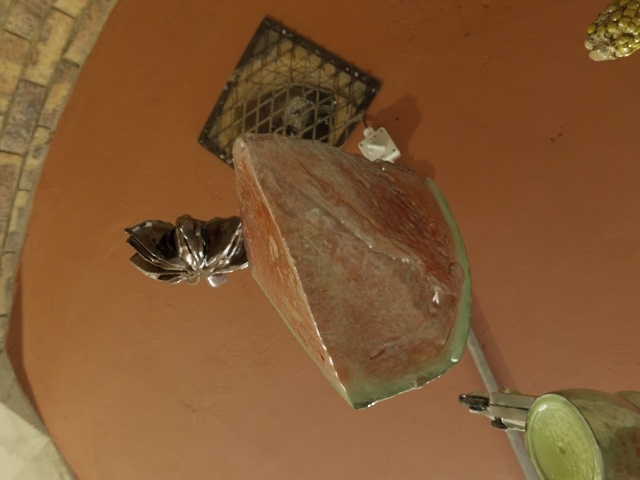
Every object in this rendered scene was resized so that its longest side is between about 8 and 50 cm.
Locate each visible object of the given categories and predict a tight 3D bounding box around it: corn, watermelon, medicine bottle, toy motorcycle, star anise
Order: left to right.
[{"bbox_3d":[-0.252,0.026,0.895,0.315,0.315,0.108,-22,-115,18],"label":"star anise"},{"bbox_3d":[-0.005,0.034,0.460,0.292,0.283,0.250,22,-58,-25],"label":"watermelon"},{"bbox_3d":[0.370,0.305,0.742,0.228,0.151,0.074,-14,-120,46],"label":"toy motorcycle"},{"bbox_3d":[0.382,0.278,0.561,0.142,0.147,0.148,5,-88,-10],"label":"medicine bottle"},{"bbox_3d":[0.571,-0.444,0.691,0.097,0.097,0.320,38,-82,15],"label":"corn"}]
